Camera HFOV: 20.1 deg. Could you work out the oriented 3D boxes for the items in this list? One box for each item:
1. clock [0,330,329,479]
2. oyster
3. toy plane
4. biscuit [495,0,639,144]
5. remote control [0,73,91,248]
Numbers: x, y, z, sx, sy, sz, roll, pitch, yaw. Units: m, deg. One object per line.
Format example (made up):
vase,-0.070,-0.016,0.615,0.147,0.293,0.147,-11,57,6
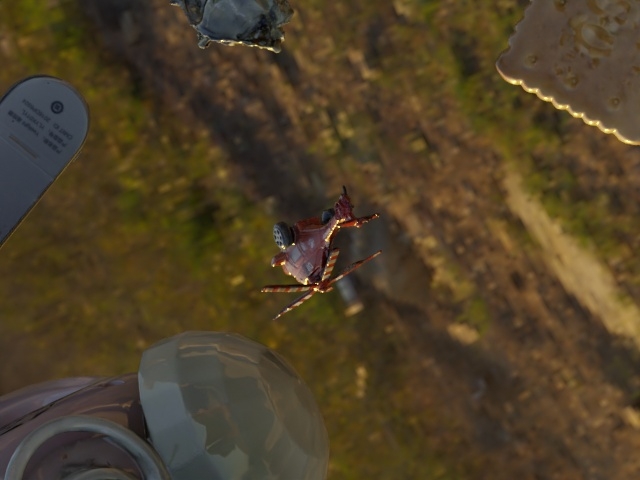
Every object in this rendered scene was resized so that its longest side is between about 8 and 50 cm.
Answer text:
clock,-0.179,0.190,1.116,0.184,0.342,0.326,57,152,-6
oyster,-0.079,-0.212,1.569,0.053,0.108,0.166,49,-165,-39
toy plane,-0.007,0.003,1.729,0.194,0.126,0.077,80,167,-75
biscuit,0.280,-0.227,1.636,0.160,0.250,0.030,29,180,4
remote control,-0.274,-0.029,1.437,0.077,0.245,0.022,39,179,-8
